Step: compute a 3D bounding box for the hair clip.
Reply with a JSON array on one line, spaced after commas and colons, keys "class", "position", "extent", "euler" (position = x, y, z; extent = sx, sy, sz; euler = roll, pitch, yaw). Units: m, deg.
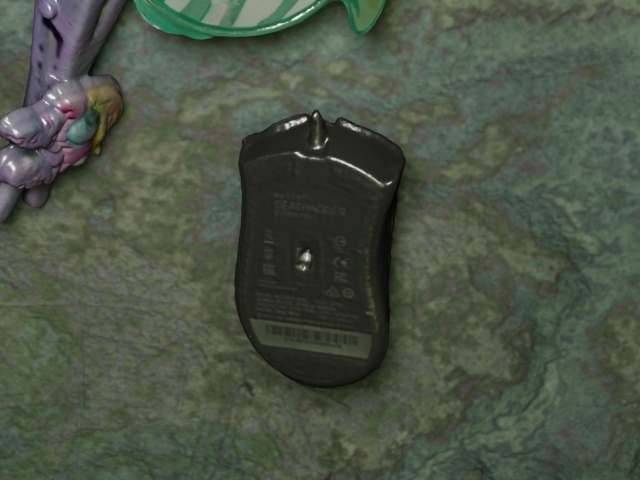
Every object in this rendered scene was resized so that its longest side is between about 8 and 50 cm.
[{"class": "hair clip", "position": [-0.216, -0.130, 1.189], "extent": [0.090, 0.137, 0.278], "euler": [25, 119, 21]}]

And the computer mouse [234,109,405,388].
[{"class": "computer mouse", "position": [0.000, 0.000, 1.299], "extent": [0.147, 0.088, 0.264], "euler": [9, 119, 10]}]

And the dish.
[{"class": "dish", "position": [-0.053, -0.258, 1.150], "extent": [0.246, 0.078, 0.224], "euler": [26, 110, -20]}]
